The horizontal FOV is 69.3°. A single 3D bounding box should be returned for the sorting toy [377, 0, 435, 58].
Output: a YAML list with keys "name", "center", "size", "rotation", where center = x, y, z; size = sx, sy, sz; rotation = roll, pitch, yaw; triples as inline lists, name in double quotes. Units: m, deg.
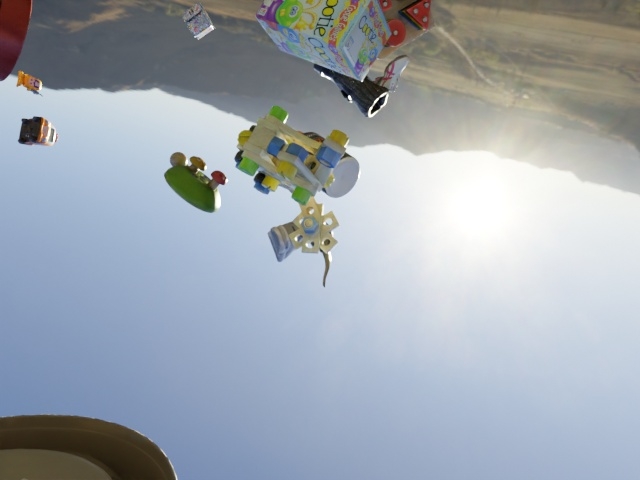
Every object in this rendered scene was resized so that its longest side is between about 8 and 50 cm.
- name: "sorting toy"
  center: [0.277, -0.820, 1.633]
  size: [0.257, 0.255, 0.089]
  rotation: [-33, -151, -7]

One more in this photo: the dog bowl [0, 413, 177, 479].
- name: "dog bowl"
  center: [-0.296, 0.270, 0.373]
  size: [0.348, 0.102, 0.349]
  rotation: [5, -174, -1]

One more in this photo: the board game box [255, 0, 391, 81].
- name: "board game box"
  center: [0.006, -0.522, 1.123]
  size: [0.275, 0.142, 0.144]
  rotation: [31, 180, 28]

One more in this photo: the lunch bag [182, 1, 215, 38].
- name: "lunch bag"
  center: [-0.380, -0.679, 1.429]
  size: [0.071, 0.083, 0.053]
  rotation: [-28, -174, 11]

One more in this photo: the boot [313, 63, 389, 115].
- name: "boot"
  center: [0.134, -0.567, 1.660]
  size: [0.260, 0.131, 0.348]
  rotation: [38, -151, 3]

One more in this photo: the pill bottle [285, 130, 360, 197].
- name: "pill bottle"
  center: [-0.009, -0.235, 1.355]
  size: [0.130, 0.130, 0.245]
  rotation: [-4, -146, -44]

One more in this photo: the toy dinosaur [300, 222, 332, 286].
- name: "toy dinosaur"
  center: [0.000, 0.000, 1.273]
  size: [0.064, 0.118, 0.268]
  rotation: [-21, -150, 15]

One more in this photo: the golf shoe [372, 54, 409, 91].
- name: "golf shoe"
  center: [0.257, -0.578, 1.654]
  size: [0.067, 0.186, 0.086]
  rotation: [-23, -104, -44]

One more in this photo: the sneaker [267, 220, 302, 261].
- name: "sneaker"
  center: [-0.092, 0.000, 1.426]
  size: [0.115, 0.105, 0.281]
  rotation: [-20, 180, -10]

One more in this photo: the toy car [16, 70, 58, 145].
- name: "toy car"
  center: [-0.379, -0.179, 0.630]
  size: [0.060, 0.122, 0.040]
  rotation: [-17, 163, 30]

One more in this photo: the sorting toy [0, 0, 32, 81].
- name: "sorting toy"
  center: [-0.354, -0.360, 0.491]
  size: [0.126, 0.365, 0.127]
  rotation: [13, -151, -46]

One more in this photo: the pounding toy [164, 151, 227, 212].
- name: "pounding toy"
  center: [-0.352, -0.192, 1.367]
  size: [0.183, 0.110, 0.237]
  rotation: [34, -165, -32]

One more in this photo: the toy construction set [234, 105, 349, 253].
- name: "toy construction set"
  center: [-0.042, -0.108, 0.833]
  size: [0.215, 0.151, 0.328]
  rotation: [25, 158, 17]
